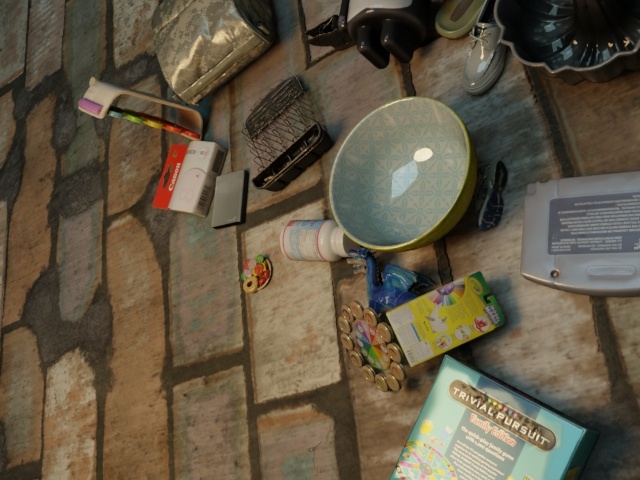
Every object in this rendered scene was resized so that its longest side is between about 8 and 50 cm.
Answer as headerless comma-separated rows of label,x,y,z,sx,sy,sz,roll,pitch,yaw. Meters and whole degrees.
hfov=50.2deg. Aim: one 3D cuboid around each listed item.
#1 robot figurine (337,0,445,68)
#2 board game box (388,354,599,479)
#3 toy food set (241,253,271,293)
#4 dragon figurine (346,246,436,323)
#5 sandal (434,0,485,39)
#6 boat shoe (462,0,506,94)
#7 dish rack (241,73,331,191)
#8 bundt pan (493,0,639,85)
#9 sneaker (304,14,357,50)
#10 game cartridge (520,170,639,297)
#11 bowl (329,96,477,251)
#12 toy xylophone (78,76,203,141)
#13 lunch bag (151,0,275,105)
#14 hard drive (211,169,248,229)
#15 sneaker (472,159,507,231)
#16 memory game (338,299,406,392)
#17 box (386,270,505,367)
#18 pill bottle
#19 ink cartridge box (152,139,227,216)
robot figurine,0.147,-0.505,1.430,0.209,0.173,0.278,7,75,-1
board game box,0.248,0.392,1.088,0.253,0.079,0.336,25,90,41
toy food set,-0.146,0.074,1.545,0.083,0.020,0.083,-33,57,25
dragon figurine,0.154,0.093,1.262,0.289,0.085,0.144,10,81,39
sandal,0.327,-0.544,1.355,0.120,0.086,0.303,36,97,40
boat shoe,0.320,-0.396,1.311,0.079,0.081,0.228,20,87,40
dish rack,-0.096,-0.260,1.591,0.208,0.074,0.272,-38,55,20
bundt pan,0.476,-0.410,1.169,0.330,0.124,0.331,-15,65,34
sneaker,0.055,-0.478,1.541,0.170,0.089,0.051,-19,63,32
game cartridge,0.467,-0.009,1.080,0.294,0.060,0.196,-3,69,37
bowl,0.177,-0.102,1.269,0.289,0.156,0.290,-14,66,34
toy xylophone,-0.455,-0.335,1.739,0.236,0.322,0.081,29,105,48
lunch bag,-0.269,-0.512,1.720,0.305,0.212,0.256,-31,52,24
hard drive,-0.220,-0.099,1.662,0.094,0.022,0.135,-10,68,35
sneaker,0.299,-0.079,1.243,0.058,0.052,0.135,-1,66,48
memory game,0.091,0.194,1.244,0.186,0.012,0.186,40,143,39
box,0.214,0.133,1.171,0.179,0.043,0.105,-25,78,6
pill bottle,0.000,0.000,1.415,0.160,0.087,0.087,0,74,37
ink cartridge box,-0.359,-0.167,1.775,0.232,0.066,0.189,12,82,35
